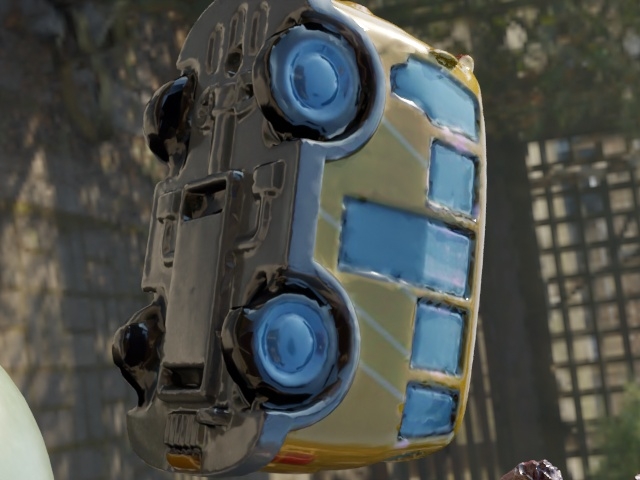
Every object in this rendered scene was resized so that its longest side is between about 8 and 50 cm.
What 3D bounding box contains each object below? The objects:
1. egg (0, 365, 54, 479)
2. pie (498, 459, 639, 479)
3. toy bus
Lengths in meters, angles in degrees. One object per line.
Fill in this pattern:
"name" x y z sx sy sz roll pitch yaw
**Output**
"egg" -0.278 0.203 0.723 0.352 0.258 0.258 -65 151 -26
"pie" 0.235 0.301 1.234 0.054 0.218 0.204 17 93 -63
"toy bus" 0.000 0.000 0.585 0.136 0.126 0.210 12 78 -31
